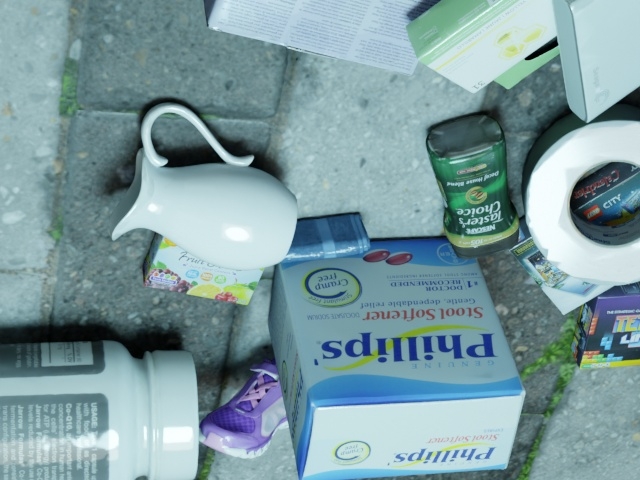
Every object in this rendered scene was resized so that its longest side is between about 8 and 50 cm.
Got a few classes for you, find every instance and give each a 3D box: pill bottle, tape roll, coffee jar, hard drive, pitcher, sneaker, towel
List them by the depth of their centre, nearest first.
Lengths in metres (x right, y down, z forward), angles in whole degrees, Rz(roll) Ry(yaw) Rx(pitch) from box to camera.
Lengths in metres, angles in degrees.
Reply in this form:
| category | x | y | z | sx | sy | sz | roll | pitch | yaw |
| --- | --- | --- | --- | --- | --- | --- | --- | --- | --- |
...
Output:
| category | x | y | z | sx | sy | sz | roll | pitch | yaw |
| --- | --- | --- | --- | --- | --- | --- | --- | --- | --- |
| hard drive | 0.396 | -0.283 | 1.581 | 0.308 | 0.040 | 0.203 | -35 | 145 | -8 |
| pitcher | -0.129 | -0.061 | 1.703 | 0.207 | 0.125 | 0.177 | 14 | 105 | -16 |
| tape roll | 0.362 | -0.057 | 1.783 | 0.219 | 0.072 | 0.219 | 1 | 111 | 3 |
| coffee jar | 0.193 | -0.061 | 1.789 | 0.096 | 0.079 | 0.184 | -16 | 132 | 2 |
| towel | 0.000 | 0.000 | 1.806 | 0.120 | 0.067 | 0.029 | -7 | 129 | -7 |
| pill bottle | -0.344 | 0.231 | 1.837 | 0.361 | 0.204 | 0.204 | -1 | 130 | -11 |
| sneaker | -0.076 | 0.209 | 1.906 | 0.236 | 0.095 | 0.104 | -23 | 135 | -56 |

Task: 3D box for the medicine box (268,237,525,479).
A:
| category | x | y | z | sx | sy | sz | roll | pitch | yaw |
| --- | --- | --- | --- | --- | --- | --- | --- | --- | --- |
| medicine box | 0.086 | 0.145 | 1.800 | 0.264 | 0.289 | 0.149 | -2 | 130 | -11 |

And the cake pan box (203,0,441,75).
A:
| category | x | y | z | sx | sy | sz | roll | pitch | yaw |
| --- | --- | --- | --- | --- | --- | --- | --- | --- | --- |
| cake pan box | 0.025 | -0.316 | 1.544 | 0.267 | 0.070 | 0.245 | 10 | 125 | -20 |

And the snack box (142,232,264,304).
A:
| category | x | y | z | sx | sy | sz | roll | pitch | yaw |
| --- | --- | --- | --- | --- | --- | --- | --- | --- | --- |
| snack box | -0.143 | 0.024 | 1.814 | 0.141 | 0.037 | 0.100 | 11 | 125 | -21 |

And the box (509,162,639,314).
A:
| category | x | y | z | sx | sy | sz | roll | pitch | yaw |
| --- | --- | --- | --- | --- | --- | --- | --- | --- | --- |
| box | 0.378 | -0.015 | 1.891 | 0.233 | 0.044 | 0.159 | -32 | 129 | 15 |

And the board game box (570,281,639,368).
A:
| category | x | y | z | sx | sy | sz | roll | pitch | yaw |
| --- | --- | --- | --- | --- | --- | --- | --- | --- | --- |
| board game box | 0.450 | 0.112 | 2.014 | 0.170 | 0.048 | 0.141 | -4 | 132 | -9 |

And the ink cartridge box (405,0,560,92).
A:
| category | x | y | z | sx | sy | sz | roll | pitch | yaw |
| --- | --- | --- | --- | --- | --- | --- | --- | --- | --- |
| ink cartridge box | 0.228 | -0.231 | 1.607 | 0.171 | 0.056 | 0.235 | -34 | 148 | 25 |
